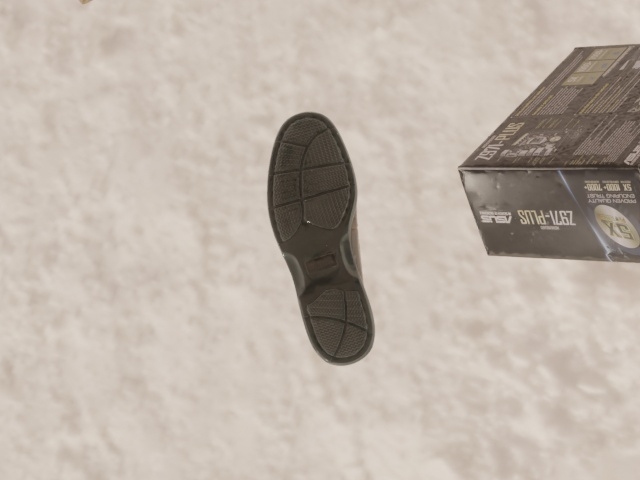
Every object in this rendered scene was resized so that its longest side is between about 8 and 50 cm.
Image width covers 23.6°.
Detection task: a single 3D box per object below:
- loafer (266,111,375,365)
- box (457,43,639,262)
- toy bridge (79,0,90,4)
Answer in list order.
[{"bbox_3d":[0.000,0.000,1.620,0.096,0.084,0.267,-10,87,2],"label":"loafer"},{"bbox_3d":[0.210,-0.065,1.081,0.147,0.077,0.180,2,35,41],"label":"box"},{"bbox_3d":[-0.274,-0.308,1.506,0.026,0.063,0.188,-32,60,-21],"label":"toy bridge"}]
